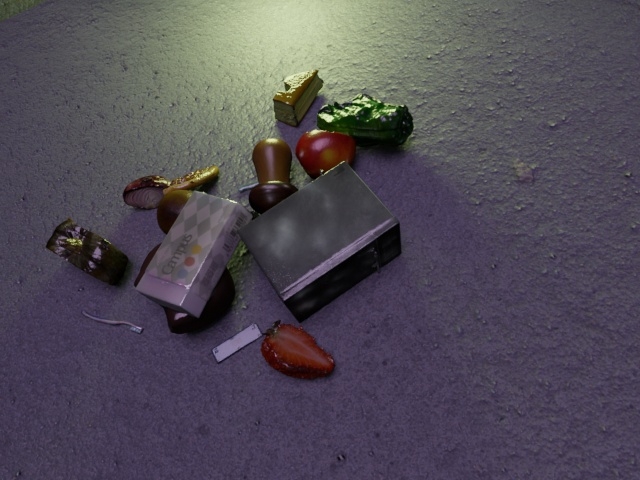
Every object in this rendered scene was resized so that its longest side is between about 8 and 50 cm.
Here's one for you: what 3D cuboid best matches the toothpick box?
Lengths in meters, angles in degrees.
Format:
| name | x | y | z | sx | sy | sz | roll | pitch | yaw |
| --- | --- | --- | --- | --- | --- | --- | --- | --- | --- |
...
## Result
| name | x | y | z | sx | sy | sz | roll | pitch | yaw |
| --- | --- | --- | --- | --- | --- | --- | --- | --- | --- |
| toothpick box | -0.174 | -0.225 | 1.716 | 0.192 | 0.192 | 0.294 | -10 | 63 | 6 |

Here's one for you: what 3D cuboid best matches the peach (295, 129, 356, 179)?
| name | x | y | z | sx | sy | sz | roll | pitch | yaw |
| --- | --- | --- | --- | --- | --- | --- | --- | --- | --- |
| peach | 0.024 | -0.338 | 1.738 | 0.226 | 0.190 | 0.196 | -33 | 48 | 0 |

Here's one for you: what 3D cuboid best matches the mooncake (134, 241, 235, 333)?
| name | x | y | z | sx | sy | sz | roll | pitch | yaw |
| --- | --- | --- | --- | --- | --- | --- | --- | --- | --- |
| mooncake | -0.457 | 0.159 | 1.591 | 0.326 | 0.174 | 0.333 | 10 | 65 | 10 |

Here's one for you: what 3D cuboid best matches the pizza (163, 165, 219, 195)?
| name | x | y | z | sx | sy | sz | roll | pitch | yaw |
| --- | --- | --- | --- | --- | --- | --- | --- | --- | --- |
| pizza | -0.503 | -0.237 | 1.812 | 0.246 | 0.058 | 0.127 | -26 | 19 | -22 |

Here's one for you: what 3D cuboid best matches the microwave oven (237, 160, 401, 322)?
| name | x | y | z | sx | sy | sz | roll | pitch | yaw |
| --- | --- | --- | --- | --- | --- | --- | --- | --- | --- |
| microwave oven | 0.000 | 0.000 | 1.549 | 0.432 | 0.236 | 0.374 | -33 | 63 | -6 |

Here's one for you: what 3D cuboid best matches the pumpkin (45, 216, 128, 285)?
| name | x | y | z | sx | sy | sz | roll | pitch | yaw |
| --- | --- | --- | --- | --- | --- | --- | --- | --- | --- |
| pumpkin | -0.864 | 0.040 | 1.704 | 0.317 | 0.222 | 0.139 | 27 | 71 | 21 |

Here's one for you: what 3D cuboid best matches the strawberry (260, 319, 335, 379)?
| name | x | y | z | sx | sy | sz | roll | pitch | yaw |
| --- | --- | --- | --- | --- | --- | --- | --- | --- | --- |
| strawberry | -0.088 | 0.372 | 1.469 | 0.175 | 0.106 | 0.236 | -20 | 56 | -42 |

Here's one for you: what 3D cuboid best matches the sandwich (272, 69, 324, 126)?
| name | x | y | z | sx | sy | sz | roll | pitch | yaw |
| --- | --- | --- | --- | --- | --- | --- | --- | --- | --- |
| sandwich | -0.094 | -0.609 | 1.933 | 0.128 | 0.122 | 0.235 | 25 | 69 | 17 |

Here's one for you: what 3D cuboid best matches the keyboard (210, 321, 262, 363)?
| name | x | y | z | sx | sy | sz | roll | pitch | yaw |
| --- | --- | --- | --- | --- | --- | --- | --- | --- | --- |
| keyboard | -0.282 | 0.344 | 1.560 | 0.176 | 0.014 | 0.055 | -32 | 64 | -5 |

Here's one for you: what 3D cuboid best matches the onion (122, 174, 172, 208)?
| name | x | y | z | sx | sy | sz | roll | pitch | yaw |
| --- | --- | --- | --- | --- | --- | --- | --- | --- | --- |
| onion | -0.681 | -0.212 | 1.843 | 0.206 | 0.151 | 0.098 | -4 | 48 | -9 |

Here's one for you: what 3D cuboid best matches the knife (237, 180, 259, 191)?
| name | x | y | z | sx | sy | sz | roll | pitch | yaw |
| --- | --- | --- | --- | --- | --- | --- | --- | --- | --- |
| knife | -0.226 | -0.229 | 1.829 | 0.210 | 0.015 | 0.028 | -16 | 58 | 1 |

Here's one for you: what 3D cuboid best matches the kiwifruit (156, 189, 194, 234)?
| name | x | y | z | sx | sy | sz | roll | pitch | yaw |
| --- | --- | --- | --- | --- | --- | --- | --- | --- | --- |
| kiwifruit | -0.481 | -0.086 | 1.711 | 0.234 | 0.196 | 0.196 | 11 | 67 | 18 |

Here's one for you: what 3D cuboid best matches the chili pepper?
| name | x | y | z | sx | sy | sz | roll | pitch | yaw |
| --- | --- | --- | --- | --- | --- | --- | --- | --- | --- |
| chili pepper | 0.174 | -0.450 | 1.780 | 0.385 | 0.167 | 0.213 | 19 | 42 | 35 |

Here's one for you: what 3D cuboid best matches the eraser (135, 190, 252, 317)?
| name | x | y | z | sx | sy | sz | roll | pitch | yaw |
| --- | --- | --- | --- | --- | --- | --- | --- | --- | --- |
| eraser | -0.403 | 0.034 | 1.509 | 0.213 | 0.082 | 0.396 | 16 | 63 | 14 |

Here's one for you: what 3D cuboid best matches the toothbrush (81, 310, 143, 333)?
| name | x | y | z | sx | sy | sz | roll | pitch | yaw |
| --- | --- | --- | --- | --- | --- | --- | --- | --- | --- |
| toothbrush | -0.758 | 0.292 | 1.673 | 0.269 | 0.021 | 0.027 | 11 | 62 | 16 |

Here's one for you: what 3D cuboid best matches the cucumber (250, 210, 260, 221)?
| name | x | y | z | sx | sy | sz | roll | pitch | yaw |
| --- | --- | --- | --- | --- | --- | --- | --- | --- | --- |
| cucumber | -0.231 | -0.065 | 1.740 | 0.034 | 0.033 | 0.135 | -50 | 59 | 28 |
